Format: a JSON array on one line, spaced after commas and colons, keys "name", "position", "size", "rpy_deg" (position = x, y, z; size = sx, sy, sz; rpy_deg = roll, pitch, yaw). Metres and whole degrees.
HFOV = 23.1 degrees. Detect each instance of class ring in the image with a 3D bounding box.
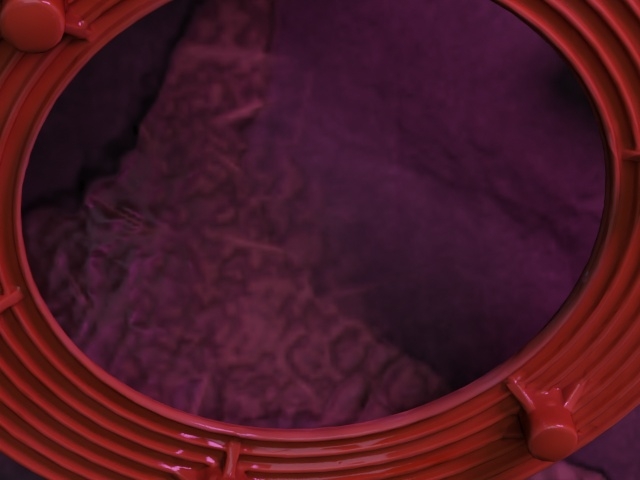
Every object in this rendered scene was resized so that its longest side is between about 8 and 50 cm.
[{"name": "ring", "position": [0.000, 0.000, 0.575], "size": [0.336, 0.032, 0.337], "rpy_deg": [-3, 127, -4]}]
